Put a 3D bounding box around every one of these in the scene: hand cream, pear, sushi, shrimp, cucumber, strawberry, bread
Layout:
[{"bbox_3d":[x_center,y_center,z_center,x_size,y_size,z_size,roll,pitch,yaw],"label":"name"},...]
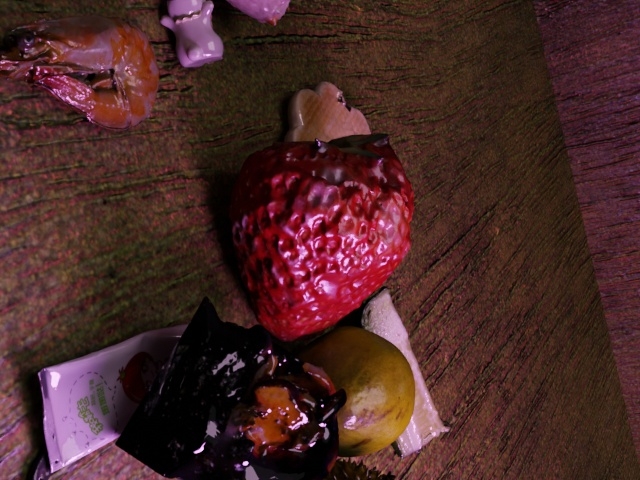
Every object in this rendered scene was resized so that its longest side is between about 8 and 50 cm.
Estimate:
[{"bbox_3d":[-0.225,0.177,1.069,0.336,0.076,0.121,-19,100,-52],"label":"hand cream"},{"bbox_3d":[0.048,0.245,1.322,0.269,0.212,0.212,-26,103,-64],"label":"pear"},{"bbox_3d":[-0.083,0.235,1.049,0.215,0.212,0.227,-59,147,-13],"label":"sushi"},{"bbox_3d":[-0.306,-0.218,1.054,0.294,0.062,0.154,-14,100,-57],"label":"shrimp"},{"bbox_3d":[0.126,0.244,1.535,0.145,0.105,0.325,-30,109,-26],"label":"cucumber"},{"bbox_3d":[0.007,-0.010,1.258,0.292,0.292,0.309,-1,78,-55],"label":"strawberry"},{"bbox_3d":[0.026,-0.140,1.518,0.316,0.054,0.316,21,64,-52],"label":"bread"}]

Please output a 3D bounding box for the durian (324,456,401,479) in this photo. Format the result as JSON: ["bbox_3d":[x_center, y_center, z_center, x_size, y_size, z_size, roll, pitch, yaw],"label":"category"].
[{"bbox_3d":[0.018,0.433,1.167,0.258,0.293,0.258,0,90,-30],"label":"durian"}]

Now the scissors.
[{"bbox_3d":[-0.328,0.277,0.938,0.088,0.017,0.220,53,42,-31],"label":"scissors"}]

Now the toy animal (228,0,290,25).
[{"bbox_3d":[-0.122,-0.503,1.236,0.358,0.227,0.188,63,38,-23],"label":"toy animal"}]

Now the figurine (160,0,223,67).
[{"bbox_3d":[-0.202,-0.337,1.238,0.098,0.081,0.146,-178,-109,-81],"label":"figurine"}]
